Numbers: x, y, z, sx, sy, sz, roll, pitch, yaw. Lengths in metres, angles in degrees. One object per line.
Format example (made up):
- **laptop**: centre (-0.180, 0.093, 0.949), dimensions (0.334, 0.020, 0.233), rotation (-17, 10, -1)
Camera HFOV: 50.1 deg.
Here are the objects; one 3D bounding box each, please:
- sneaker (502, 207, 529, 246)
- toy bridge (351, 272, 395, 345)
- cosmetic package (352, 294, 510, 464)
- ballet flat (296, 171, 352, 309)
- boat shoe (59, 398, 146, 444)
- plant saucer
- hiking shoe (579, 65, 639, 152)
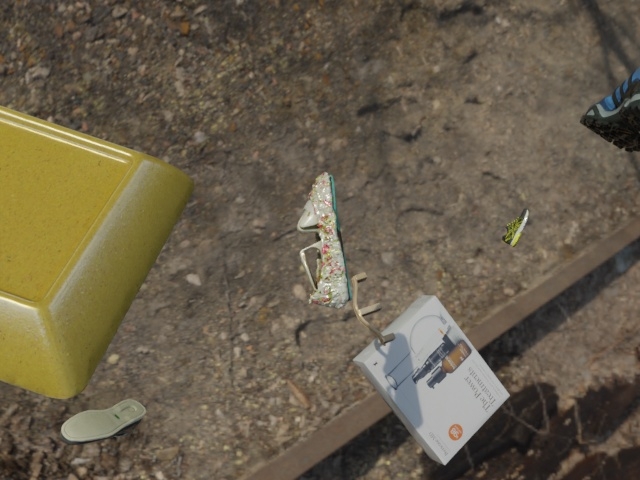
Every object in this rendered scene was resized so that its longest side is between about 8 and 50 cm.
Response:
- **sneaker**: centre (0.393, -0.029, 1.381), dimensions (0.083, 0.035, 0.031), rotation (-66, 161, 2)
- **toy bridge**: centre (0.117, 0.171, 1.667), dimensions (0.063, 0.026, 0.188), rotation (-16, 69, -22)
- **cosmetic package**: centre (0.314, 0.386, 1.918), dimensions (0.284, 0.097, 0.377), rotation (-41, 99, -16)
- **ballet flat**: centre (0.000, 0.000, 1.172), dimensions (0.077, 0.091, 0.241), rotation (-7, 78, -8)
- **boat shoe**: centre (-0.506, 0.437, 1.588), dimensions (0.084, 0.079, 0.233), rotation (42, 18, 22)
- **plant saucer**: centre (-0.353, -0.030, 0.767), dimensions (0.333, 0.081, 0.332), rotation (18, 52, 2)
- **hiking shoe**: centre (0.550, -0.233, 1.164), dimensions (0.113, 0.304, 0.132), rotation (34, 93, -2)
